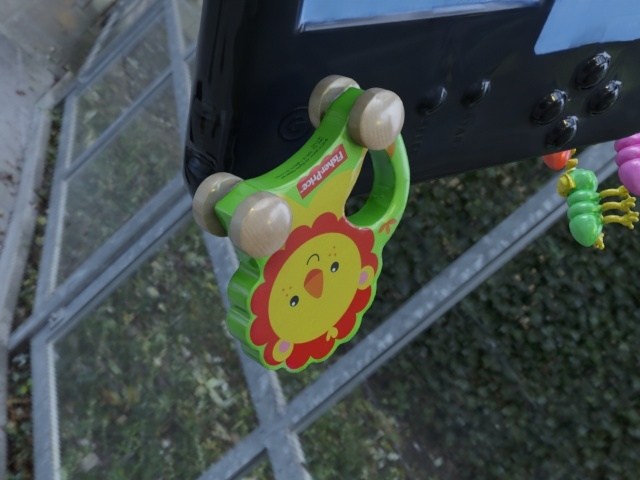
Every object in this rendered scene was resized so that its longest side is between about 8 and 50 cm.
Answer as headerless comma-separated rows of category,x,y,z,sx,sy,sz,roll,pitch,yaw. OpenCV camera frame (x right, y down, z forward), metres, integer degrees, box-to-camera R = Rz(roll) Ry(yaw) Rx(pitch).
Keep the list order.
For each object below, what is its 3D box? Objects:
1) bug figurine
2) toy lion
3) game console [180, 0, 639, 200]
bug figurine,0.295,-0.117,0.929,0.279,0.072,0.216,115,-26,-63
toy lion,0.000,0.000,0.350,0.034,0.100,0.096,26,-28,43
game console,0.120,-0.180,0.360,0.342,0.386,0.060,-18,52,-31
